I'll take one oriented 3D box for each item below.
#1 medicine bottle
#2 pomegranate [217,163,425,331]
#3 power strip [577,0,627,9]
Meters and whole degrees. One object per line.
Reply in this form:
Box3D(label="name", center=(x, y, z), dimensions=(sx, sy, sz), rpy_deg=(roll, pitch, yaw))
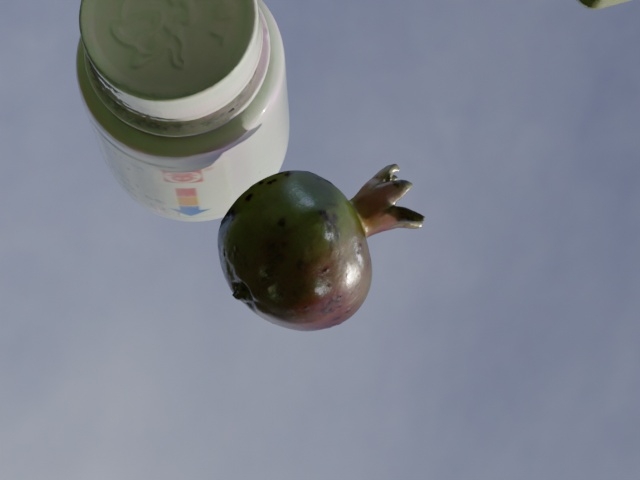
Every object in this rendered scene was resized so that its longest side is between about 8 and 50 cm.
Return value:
Box3D(label="medicine bottle", center=(-0.111, -0.129, 1.615), dimensions=(0.170, 0.293, 0.170), rpy_deg=(0, -104, 0))
Box3D(label="pomegranate", center=(-0.001, 0.006, 1.545), dimensions=(0.129, 0.159, 0.129), rpy_deg=(23, -64, 58))
Box3D(label="power strip", center=(0.158, -0.223, 1.376), dimensions=(0.169, 0.076, 0.028), rpy_deg=(50, -44, 24))
